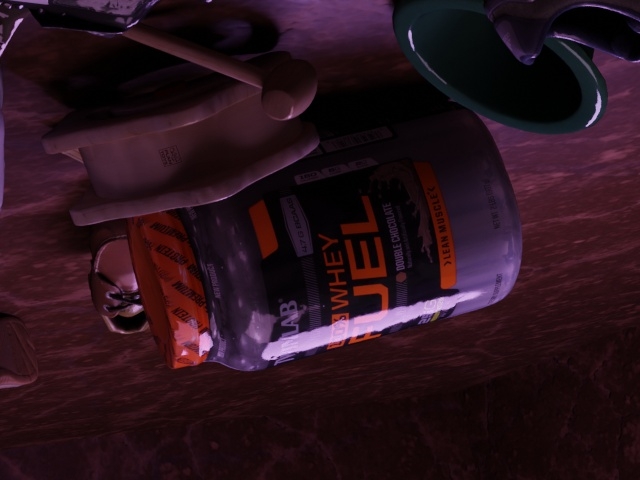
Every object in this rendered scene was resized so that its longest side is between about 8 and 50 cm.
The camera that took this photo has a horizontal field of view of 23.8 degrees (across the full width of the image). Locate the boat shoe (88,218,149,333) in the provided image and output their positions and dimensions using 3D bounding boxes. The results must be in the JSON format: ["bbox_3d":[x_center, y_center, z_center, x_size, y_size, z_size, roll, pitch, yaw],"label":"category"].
[{"bbox_3d":[-0.194,0.033,1.626,0.111,0.104,0.307,3,167,-4],"label":"boat shoe"}]

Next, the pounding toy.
[{"bbox_3d":[-0.102,-0.118,1.203,0.269,0.155,0.154,-9,-161,31],"label":"pounding toy"}]

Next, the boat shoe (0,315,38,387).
[{"bbox_3d":[-0.471,0.146,1.894,0.123,0.123,0.342,-15,173,10],"label":"boat shoe"}]

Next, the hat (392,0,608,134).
[{"bbox_3d":[0.187,-0.203,1.211,0.208,0.183,0.173,31,160,-7],"label":"hat"}]

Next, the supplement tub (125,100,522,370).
[{"bbox_3d":[0.000,0.000,1.428,0.338,0.207,0.207,-15,168,-14],"label":"supplement tub"}]

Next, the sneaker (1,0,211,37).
[{"bbox_3d":[-0.153,-0.158,0.879,0.234,0.078,0.106,-12,132,-12],"label":"sneaker"}]

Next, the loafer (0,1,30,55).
[{"bbox_3d":[-0.202,-0.166,0.956,0.056,0.050,0.148,22,133,-35],"label":"loafer"}]

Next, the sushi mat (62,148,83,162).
[{"bbox_3d":[-0.127,-0.082,1.440,0.151,0.019,0.316,-15,167,11],"label":"sushi mat"}]

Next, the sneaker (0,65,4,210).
[{"bbox_3d":[-0.343,-0.025,1.226,0.122,0.146,0.330,-5,167,-32],"label":"sneaker"}]

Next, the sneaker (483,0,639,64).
[{"bbox_3d":[0.247,-0.191,1.082,0.300,0.121,0.111,-10,167,-7],"label":"sneaker"}]
